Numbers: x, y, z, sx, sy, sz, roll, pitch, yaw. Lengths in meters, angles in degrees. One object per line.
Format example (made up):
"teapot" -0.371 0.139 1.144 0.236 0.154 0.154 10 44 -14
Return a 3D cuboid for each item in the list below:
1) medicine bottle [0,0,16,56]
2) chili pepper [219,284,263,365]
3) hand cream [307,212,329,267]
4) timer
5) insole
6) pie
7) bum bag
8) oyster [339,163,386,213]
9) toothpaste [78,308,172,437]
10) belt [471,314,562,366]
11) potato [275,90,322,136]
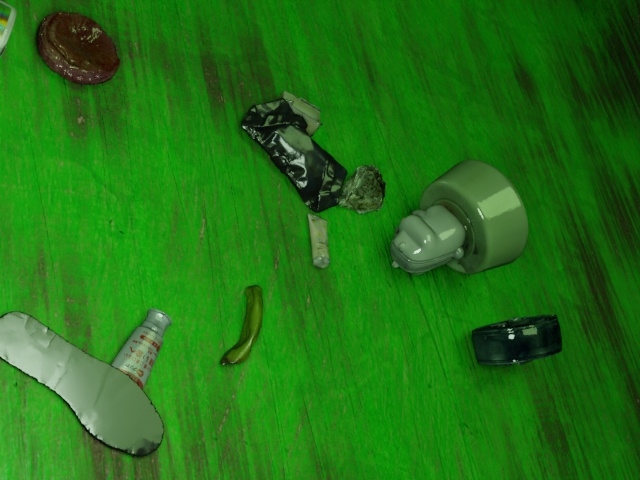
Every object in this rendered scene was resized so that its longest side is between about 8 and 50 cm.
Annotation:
"medicine bottle" -0.690 -0.437 1.621 0.219 0.078 0.115 25 52 -29
"chili pepper" -0.148 0.177 1.743 0.050 0.052 0.201 52 37 -35
"hand cream" 0.000 0.000 2.004 0.061 0.039 0.143 20 48 -30
"timer" 0.306 -0.020 2.159 0.315 0.291 0.290 -24 81 -27
"insole" -0.407 0.244 1.467 0.348 0.009 0.119 39 60 -13
"pie" -0.501 -0.397 1.791 0.182 0.049 0.182 24 46 -27
"bum bag" -0.053 -0.206 2.045 0.137 0.074 0.310 -44 103 -19
"oyster" 0.110 -0.128 2.170 0.177 0.064 0.125 9 73 -50
"toothpaste" -0.338 0.230 1.539 0.089 0.057 0.234 37 56 -18
"belt" 0.501 0.251 2.169 0.267 0.206 0.116 -7 87 -50
"potato" -0.062 -0.306 2.112 0.122 0.086 0.061 29 34 -23
